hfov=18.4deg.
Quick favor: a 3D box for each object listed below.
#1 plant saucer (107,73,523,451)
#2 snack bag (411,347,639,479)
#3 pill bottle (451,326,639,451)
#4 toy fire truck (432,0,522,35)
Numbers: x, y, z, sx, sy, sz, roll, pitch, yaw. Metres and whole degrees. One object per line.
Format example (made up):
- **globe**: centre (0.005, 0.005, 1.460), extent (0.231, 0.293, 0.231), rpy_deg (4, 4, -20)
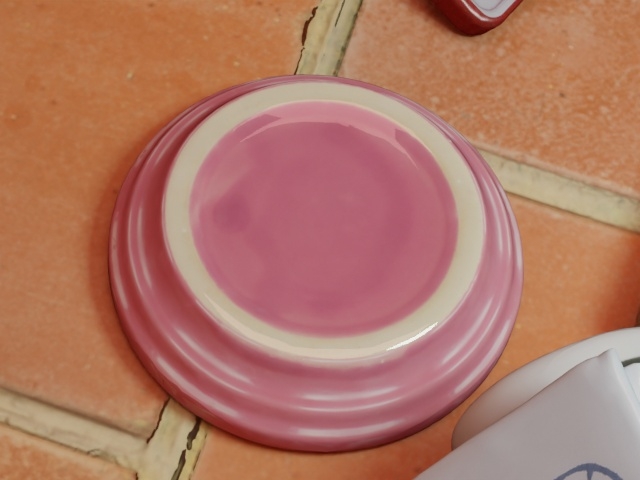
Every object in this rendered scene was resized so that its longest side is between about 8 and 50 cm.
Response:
- **plant saucer**: centre (0.000, 0.000, 1.545), extent (0.332, 0.084, 0.332), rpy_deg (3, 62, -5)
- **snack bag**: centre (0.136, 0.292, 1.310), extent (0.037, 0.342, 0.323), rpy_deg (11, 49, -51)
- **pill bottle**: centre (0.237, 0.244, 1.379), extent (0.188, 0.188, 0.334), rpy_deg (-17, 64, -15)
- **toy fire truck**: centre (0.149, -0.355, 1.732), extent (0.254, 0.169, 0.302), rpy_deg (48, 65, -8)
